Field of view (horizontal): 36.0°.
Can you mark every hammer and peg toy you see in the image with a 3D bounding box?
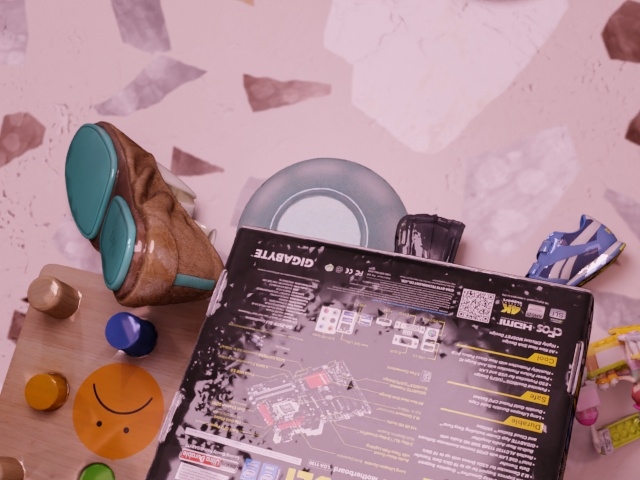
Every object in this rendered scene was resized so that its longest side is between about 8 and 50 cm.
[{"bbox_3d":[-0.145,0.174,0.976,0.361,0.127,0.266,11,77,11],"label":"hammer and peg toy"}]

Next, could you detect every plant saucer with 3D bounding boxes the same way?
[{"bbox_3d":[0.000,0.000,1.040,0.195,0.037,0.195,-2,77,8],"label":"plant saucer"}]

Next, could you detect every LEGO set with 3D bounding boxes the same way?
[{"bbox_3d":[0.338,0.128,0.921,0.287,0.132,0.107,-14,88,-9],"label":"LEGO set"}]

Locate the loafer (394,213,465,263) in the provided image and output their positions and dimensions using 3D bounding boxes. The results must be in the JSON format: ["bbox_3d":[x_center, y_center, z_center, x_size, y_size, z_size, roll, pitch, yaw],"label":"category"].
[{"bbox_3d":[0.108,0.083,0.982,0.078,0.076,0.223,4,80,4],"label":"loafer"}]

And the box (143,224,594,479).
[{"bbox_3d":[0.044,0.137,0.818,0.322,0.079,0.257,10,65,16],"label":"box"}]

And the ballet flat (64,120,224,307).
[{"bbox_3d":[-0.174,-0.026,0.996,0.124,0.342,0.116,16,104,-28],"label":"ballet flat"}]

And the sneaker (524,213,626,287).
[{"bbox_3d":[0.235,0.028,0.990,0.144,0.053,0.059,-33,75,-9],"label":"sneaker"}]
